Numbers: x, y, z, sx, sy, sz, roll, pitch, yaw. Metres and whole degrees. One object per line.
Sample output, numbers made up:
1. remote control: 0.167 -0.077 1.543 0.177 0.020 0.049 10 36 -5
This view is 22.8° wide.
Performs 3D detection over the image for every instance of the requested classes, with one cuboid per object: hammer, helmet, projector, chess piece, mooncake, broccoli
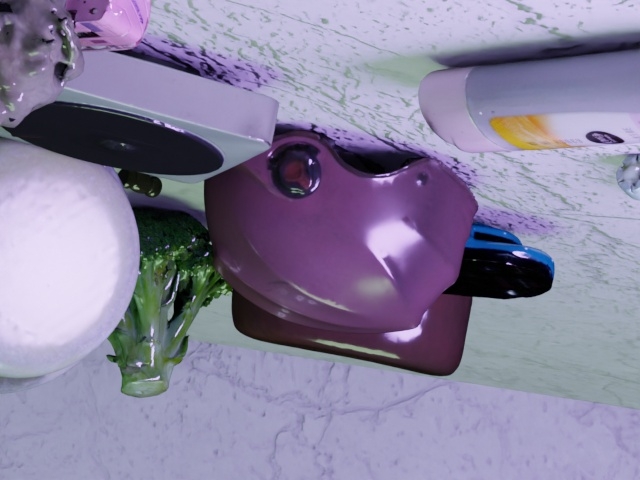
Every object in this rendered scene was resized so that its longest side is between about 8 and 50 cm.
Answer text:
1. hammer: -0.324 -0.075 2.098 0.292 0.029 0.058 1 165 44
2. helmet: 0.000 0.000 1.771 0.338 0.197 0.271 9 171 -3
3. projector: -0.200 -0.131 1.559 0.259 0.079 0.257 13 168 -21
4. chess piece: 0.339 -0.047 1.596 0.067 0.067 0.103 -1 155 41
5. mooncake: 0.058 0.082 2.182 0.334 0.174 0.326 15 171 -40
6. broccoli: -0.264 0.084 2.220 0.269 0.269 0.254 1 171 38

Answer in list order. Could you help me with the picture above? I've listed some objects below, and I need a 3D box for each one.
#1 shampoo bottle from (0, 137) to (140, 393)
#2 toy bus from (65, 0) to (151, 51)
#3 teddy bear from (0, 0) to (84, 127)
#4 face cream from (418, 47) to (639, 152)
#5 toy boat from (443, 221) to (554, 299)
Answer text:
1. shampoo bottle: -0.372 0.008 1.788 0.322 0.322 0.317 16 178 -29
2. toy bus: -0.238 -0.193 1.329 0.203 0.063 0.090 2 167 28
3. teddy bear: -0.384 -0.204 1.121 0.357 0.224 0.367 17 151 18
4. face cream: 0.213 -0.116 1.320 0.269 0.073 0.107 0 158 44
5. toy boat: 0.140 0.006 1.963 0.299 0.092 0.134 4 156 5
